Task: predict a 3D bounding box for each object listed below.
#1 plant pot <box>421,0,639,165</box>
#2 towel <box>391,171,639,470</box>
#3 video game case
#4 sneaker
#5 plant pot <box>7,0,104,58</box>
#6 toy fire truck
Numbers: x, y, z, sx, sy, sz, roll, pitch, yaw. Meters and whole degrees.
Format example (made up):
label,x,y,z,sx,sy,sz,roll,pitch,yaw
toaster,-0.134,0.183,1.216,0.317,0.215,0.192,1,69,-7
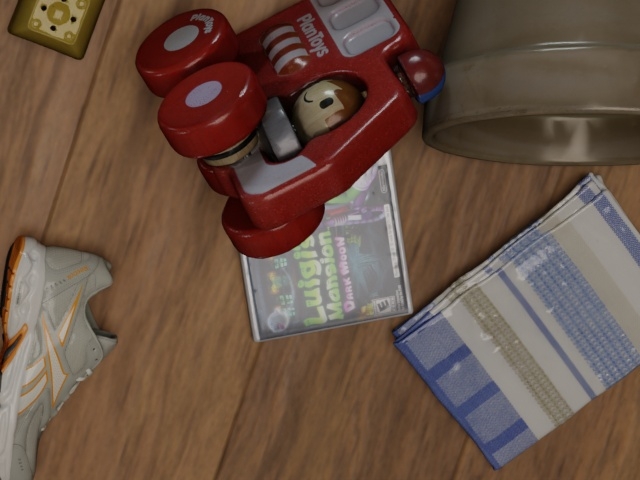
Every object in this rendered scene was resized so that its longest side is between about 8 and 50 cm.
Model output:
label,x,y,z,sx,sy,sz,roll,pitch,yaw
plant pot,0.264,-0.231,1.697,0.323,0.323,0.280,3,85,-10
towel,0.241,0.088,1.873,0.285,0.034,0.209,-39,106,2
video game case,0.000,0.000,1.822,0.173,0.022,0.190,-10,102,-7
sneaker,-0.269,0.131,1.770,0.121,0.099,0.262,7,101,-15
plant pot,-0.255,-0.224,1.707,0.081,0.083,0.081,20,96,-12
toy fire truck,-0.018,-0.139,1.658,0.254,0.302,0.169,-30,124,2
